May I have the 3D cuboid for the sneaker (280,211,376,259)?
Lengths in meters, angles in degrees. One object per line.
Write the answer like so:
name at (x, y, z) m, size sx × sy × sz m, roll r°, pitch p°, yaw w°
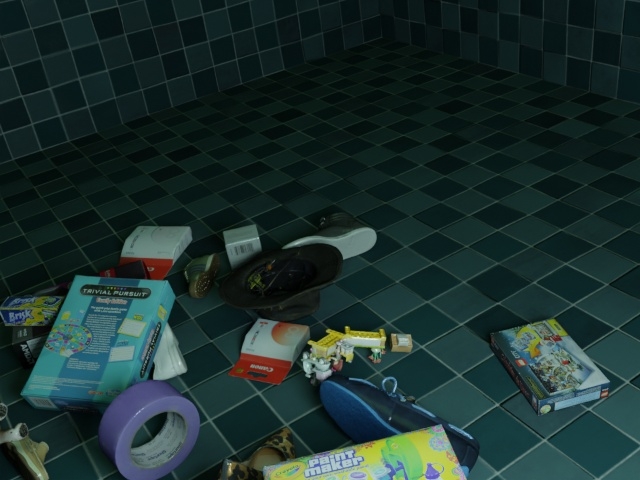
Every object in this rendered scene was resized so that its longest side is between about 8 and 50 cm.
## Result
sneaker at (0.000, 0.000, 2.082) m, size 0.295 × 0.105 × 0.147 m, roll -15°, pitch 29°, yaw -21°

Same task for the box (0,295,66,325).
box at (-0.730, 0.180, 1.832) m, size 0.168 × 0.059 × 0.054 m, roll -2°, pitch 33°, yaw 12°

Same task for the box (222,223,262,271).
box at (-0.223, 0.023, 2.095) m, size 0.101 × 0.102 × 0.087 m, roll -14°, pitch 33°, yaw -6°

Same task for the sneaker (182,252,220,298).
sneaker at (-0.354, 0.105, 2.040) m, size 0.086 × 0.064 × 0.192 m, roll -7°, pitch 30°, yaw 18°

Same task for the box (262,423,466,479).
box at (0.083, 0.471, 1.106) m, size 0.290 × 0.279 × 0.177 m, roll -12°, pitch 31°, yaw -4°

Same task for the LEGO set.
LEGO set at (0.071, 0.269, 1.624) m, size 0.287 × 0.107 × 0.132 m, roll -7°, pitch 21°, yaw -37°

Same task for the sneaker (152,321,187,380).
sneaker at (-0.400, 0.266, 1.776) m, size 0.094 × 0.080 × 0.212 m, roll -27°, pitch 35°, yaw -6°

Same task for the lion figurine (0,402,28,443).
lion figurine at (-0.735, 0.463, 1.443) m, size 0.240 × 0.142 × 0.392 m, roll -13°, pitch 44°, yaw 18°

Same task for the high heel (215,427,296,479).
high heel at (-0.113, 0.405, 1.352) m, size 0.093 × 0.186 × 0.261 m, roll 3°, pitch 33°, yaw 19°

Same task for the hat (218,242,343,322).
hat at (-0.089, 0.134, 1.853) m, size 0.331 × 0.134 × 0.331 m, roll -14°, pitch 23°, yaw 6°

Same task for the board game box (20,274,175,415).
board game box at (-0.521, 0.246, 1.720) m, size 0.253 × 0.079 × 0.336 m, roll 3°, pitch 51°, yaw 13°

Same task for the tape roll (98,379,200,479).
tape roll at (-0.344, 0.383, 1.448) m, size 0.189 × 0.189 × 0.080 m, roll -30°, pitch 36°, yaw -30°

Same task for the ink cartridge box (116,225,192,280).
ink cartridge box at (-0.524, 0.034, 2.203) m, size 0.189 × 0.066 × 0.232 m, roll 1°, pitch 28°, yaw 16°

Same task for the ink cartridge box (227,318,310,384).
ink cartridge box at (-0.126, 0.263, 1.731) m, size 0.145 × 0.045 × 0.179 m, roll 6°, pitch 31°, yaw 24°

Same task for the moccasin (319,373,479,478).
moccasin at (0.154, 0.368, 1.431) m, size 0.342 × 0.138 × 0.117 m, roll 30°, pitch 42°, yaw 27°

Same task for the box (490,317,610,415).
box at (0.491, 0.268, 1.559) m, size 0.159 × 0.044 × 0.233 m, roll -13°, pitch 31°, yaw -7°

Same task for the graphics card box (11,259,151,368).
graphics card box at (-0.631, 0.190, 1.935) m, size 0.370 × 0.094 × 0.233 m, roll -18°, pitch 33°, yaw -12°

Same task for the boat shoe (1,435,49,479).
boat shoe at (-0.613, 0.454, 1.527) m, size 0.072 × 0.068 × 0.190 m, roll -19°, pitch 30°, yaw -38°
